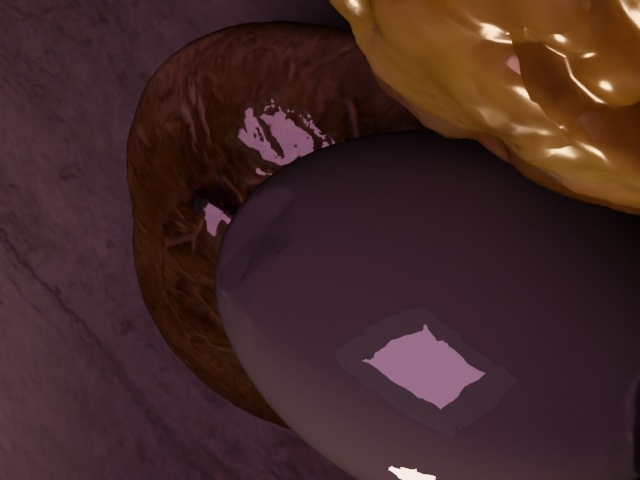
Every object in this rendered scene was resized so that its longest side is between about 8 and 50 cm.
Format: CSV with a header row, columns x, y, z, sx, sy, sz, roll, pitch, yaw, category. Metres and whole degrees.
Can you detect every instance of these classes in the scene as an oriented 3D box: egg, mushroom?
x,y,z,sx,sy,sz,roll,pitch,yaw,category
0.058,0.034,0.906,0.232,0.176,0.176,23,121,22,egg
0.000,0.000,1.086,0.278,0.146,0.278,15,135,16,mushroom

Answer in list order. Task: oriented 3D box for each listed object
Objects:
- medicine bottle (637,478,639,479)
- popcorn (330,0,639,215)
x,y,z,sx,sy,sz,roll,pitch,yaw,category
0.127,0.243,1.036,0.238,0.238,0.232,8,111,35,medicine bottle
0.157,-0.201,0.754,0.354,0.344,0.390,1,95,41,popcorn
